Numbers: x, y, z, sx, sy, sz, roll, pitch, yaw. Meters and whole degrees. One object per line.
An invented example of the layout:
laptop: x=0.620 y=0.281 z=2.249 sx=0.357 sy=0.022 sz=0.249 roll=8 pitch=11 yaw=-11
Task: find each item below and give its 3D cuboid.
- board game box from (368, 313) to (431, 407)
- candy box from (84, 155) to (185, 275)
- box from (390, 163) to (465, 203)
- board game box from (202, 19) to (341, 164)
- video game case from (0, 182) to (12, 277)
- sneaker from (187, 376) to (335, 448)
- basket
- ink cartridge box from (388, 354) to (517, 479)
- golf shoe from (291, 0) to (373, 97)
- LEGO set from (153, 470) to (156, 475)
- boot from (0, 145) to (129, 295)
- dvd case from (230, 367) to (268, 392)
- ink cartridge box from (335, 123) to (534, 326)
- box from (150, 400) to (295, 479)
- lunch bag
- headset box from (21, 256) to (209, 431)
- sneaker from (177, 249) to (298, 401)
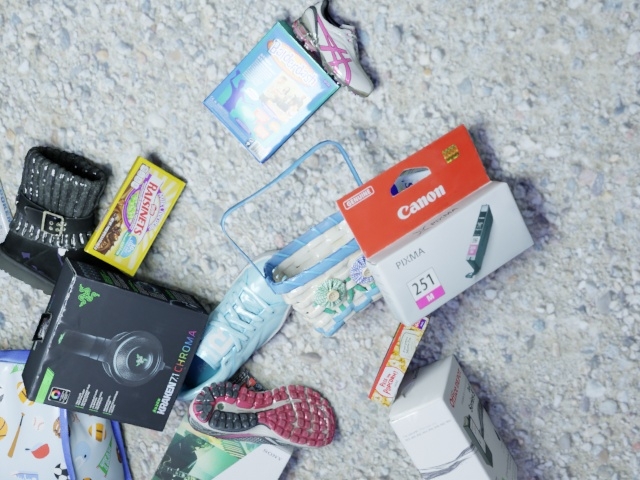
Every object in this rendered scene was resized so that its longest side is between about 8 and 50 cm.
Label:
board game box: x=0.154 y=0.190 z=1.691 sx=0.045 sy=0.147 sz=0.194 roll=24 pitch=110 yaw=6
candy box: x=-0.350 y=-0.046 z=1.738 sx=0.105 sy=0.027 sz=0.206 roll=31 pitch=83 yaw=-28
box: x=0.195 y=-0.068 z=1.642 sx=0.137 sy=0.072 sz=0.126 roll=-13 pitch=103 yaw=17
board game box: x=-0.087 y=-0.267 z=1.663 sx=0.210 sy=0.047 sz=0.160 roll=-42 pitch=93 yaw=22
video game case: x=-0.797 y=-0.049 z=1.912 sx=0.328 sy=0.036 sz=0.300 roll=-9 pitch=104 yaw=17
sneaker: x=-0.112 y=0.344 z=1.804 sx=0.299 sy=0.121 sz=0.112 roll=14 pitch=149 yaw=-17
basket: x=0.000 y=0.000 z=1.627 sx=0.254 sy=0.201 sz=0.289 roll=-37 pitch=104 yaw=-2
ink cartridge box: x=0.252 y=0.379 z=1.696 sx=0.114 sy=0.198 sz=0.273 roll=-27 pitch=99 yaw=20
golf shoe: x=0.036 y=-0.333 z=1.602 sx=0.086 sy=0.067 sz=0.186 roll=-40 pitch=94 yaw=20
LEGO set: x=-0.226 y=0.543 z=1.942 sx=0.244 sy=0.060 sz=0.182 roll=45 pitch=115 yaw=-3
boot: x=-0.451 y=-0.007 z=1.789 sx=0.347 sy=0.131 sz=0.260 roll=26 pitch=102 yaw=-5
dvd case: x=-0.140 y=0.329 z=1.877 sx=0.119 sy=0.013 sz=0.087 roll=44 pitch=111 yaw=-1
ink cartridge box: x=0.197 y=-0.028 z=1.549 sx=0.275 sy=0.060 sz=0.239 roll=-32 pitch=107 yaw=-12
box: x=-0.225 y=0.504 z=1.894 sx=0.232 sy=0.058 sz=0.322 roll=28 pitch=102 yaw=3
lunch bag: x=-0.597 y=0.395 z=1.894 sx=0.327 sy=0.239 sz=0.386 roll=-3 pitch=113 yaw=17
headset box: x=-0.391 y=0.191 z=1.700 sx=0.283 sy=0.131 sz=0.246 roll=21 pitch=94 yaw=-26
sneaker: x=-0.168 y=0.182 z=1.765 sx=0.135 sy=0.150 sz=0.366 roll=35 pitch=111 yaw=0
